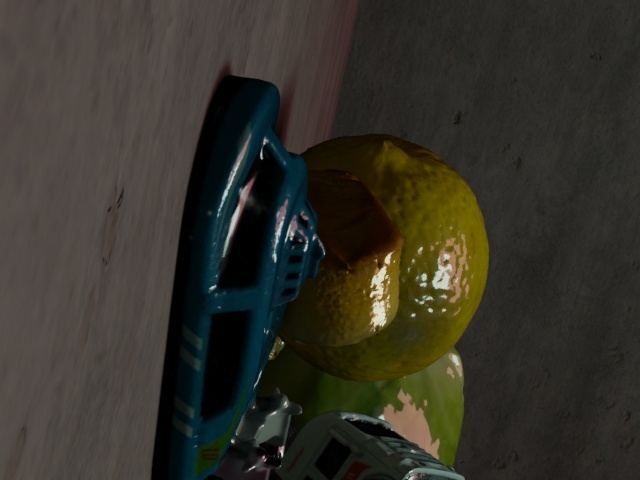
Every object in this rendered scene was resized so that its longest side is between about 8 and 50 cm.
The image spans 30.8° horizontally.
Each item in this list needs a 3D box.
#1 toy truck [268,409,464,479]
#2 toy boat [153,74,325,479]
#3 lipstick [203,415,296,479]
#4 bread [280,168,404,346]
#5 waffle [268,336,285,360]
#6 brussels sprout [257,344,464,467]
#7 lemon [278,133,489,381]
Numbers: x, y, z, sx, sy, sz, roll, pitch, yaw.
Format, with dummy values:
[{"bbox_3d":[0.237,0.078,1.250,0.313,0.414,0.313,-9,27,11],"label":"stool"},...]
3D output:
[{"bbox_3d":[-0.011,0.302,1.099,0.305,0.162,0.136,-56,145,7],"label":"toy truck"},{"bbox_3d":[-0.042,0.037,0.756,0.134,0.092,0.299,-70,174,-53],"label":"toy boat"},{"bbox_3d":[-0.079,0.222,1.222,0.299,0.081,0.081,-3,106,-83],"label":"lipstick"},{"bbox_3d":[0.000,0.000,0.905,0.245,0.102,0.094,-115,-161,-71],"label":"bread"},{"bbox_3d":[-0.044,0.037,1.385,0.208,0.054,0.214,76,27,-87],"label":"waffle"},{"bbox_3d":[0.032,0.226,1.546,0.268,0.344,0.344,-11,-121,49],"label":"brussels sprout"},{"bbox_3d":[0.051,0.018,1.204,0.267,0.267,0.267,13,90,-89],"label":"lemon"}]
